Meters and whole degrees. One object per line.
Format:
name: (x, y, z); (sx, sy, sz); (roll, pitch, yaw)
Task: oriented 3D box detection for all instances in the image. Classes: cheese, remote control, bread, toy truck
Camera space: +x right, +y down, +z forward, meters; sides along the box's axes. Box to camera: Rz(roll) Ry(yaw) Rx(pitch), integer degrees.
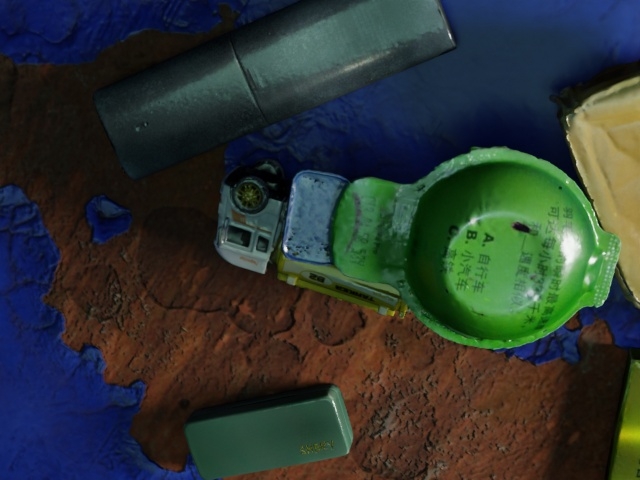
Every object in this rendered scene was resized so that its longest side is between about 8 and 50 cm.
cheese: (0.124, 0.001, 1.105); (0.320, 0.083, 0.204); (11, 108, 3)
remote control: (-0.053, -0.176, 1.188); (0.377, 0.044, 0.107); (-21, 98, 16)
bread: (0.328, -0.055, 1.121); (0.136, 0.107, 0.241); (-22, 101, 19)
toy truck: (0.000, 0.000, 1.204); (0.226, 0.098, 0.114); (18, 109, 4)

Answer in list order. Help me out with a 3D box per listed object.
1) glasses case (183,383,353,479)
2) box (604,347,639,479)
glasses case: (-0.060, 0.219, 1.314); (0.184, 0.039, 0.078); (-13, 104, 14)
box: (0.469, 0.221, 1.214); (0.311, 0.043, 0.173); (8, 108, 9)
